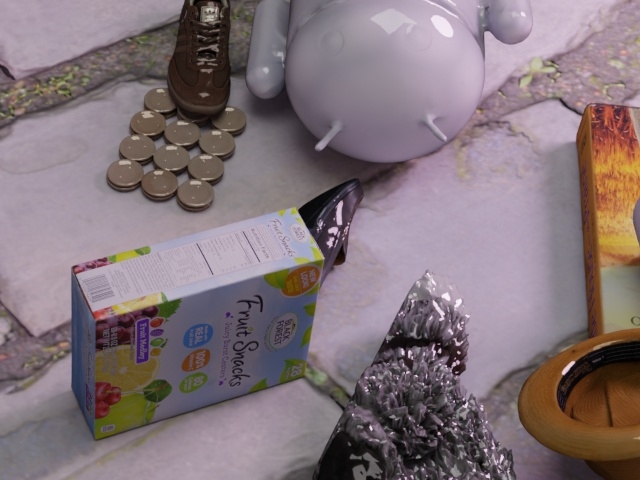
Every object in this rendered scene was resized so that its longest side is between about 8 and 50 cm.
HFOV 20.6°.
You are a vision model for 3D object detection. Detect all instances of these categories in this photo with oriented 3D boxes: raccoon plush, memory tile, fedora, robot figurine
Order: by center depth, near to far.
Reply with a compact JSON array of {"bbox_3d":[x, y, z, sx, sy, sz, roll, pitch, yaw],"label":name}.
[{"bbox_3d":[0.154,0.205,1.442,0.299,0.216,0.446,25,50,5],"label":"raccoon plush"},{"bbox_3d":[0.256,0.145,1.445,0.194,0.079,0.194,-13,24,6],"label":"fedora"},{"bbox_3d":[-0.145,-0.093,1.781,0.113,0.012,0.148,15,49,7],"label":"memory tile"},{"bbox_3d":[0.068,-0.221,1.794,0.300,0.199,0.353,-13,46,19],"label":"robot figurine"}]

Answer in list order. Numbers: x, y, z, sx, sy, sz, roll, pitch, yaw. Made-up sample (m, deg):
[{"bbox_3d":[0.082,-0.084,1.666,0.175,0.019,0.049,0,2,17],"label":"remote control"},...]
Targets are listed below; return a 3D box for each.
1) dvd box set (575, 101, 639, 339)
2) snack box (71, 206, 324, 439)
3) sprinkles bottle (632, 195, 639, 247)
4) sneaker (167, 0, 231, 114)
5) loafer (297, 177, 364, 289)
[{"bbox_3d":[0.408,0.044,1.696,0.308,0.062,0.420,6,48,-1],"label":"dvd box set"},{"bbox_3d":[-0.109,0.072,1.531,0.207,0.174,0.070,-17,54,-20],"label":"snack box"},{"bbox_3d":[0.370,0.095,1.523,0.121,0.121,0.355,-2,49,-9],"label":"sprinkles bottle"},{"bbox_3d":[-0.125,-0.210,1.836,0.066,0.071,0.188,2,43,-7],"label":"sneaker"},{"bbox_3d":[0.000,0.000,1.697,0.061,0.062,0.170,53,45,-12],"label":"loafer"}]
